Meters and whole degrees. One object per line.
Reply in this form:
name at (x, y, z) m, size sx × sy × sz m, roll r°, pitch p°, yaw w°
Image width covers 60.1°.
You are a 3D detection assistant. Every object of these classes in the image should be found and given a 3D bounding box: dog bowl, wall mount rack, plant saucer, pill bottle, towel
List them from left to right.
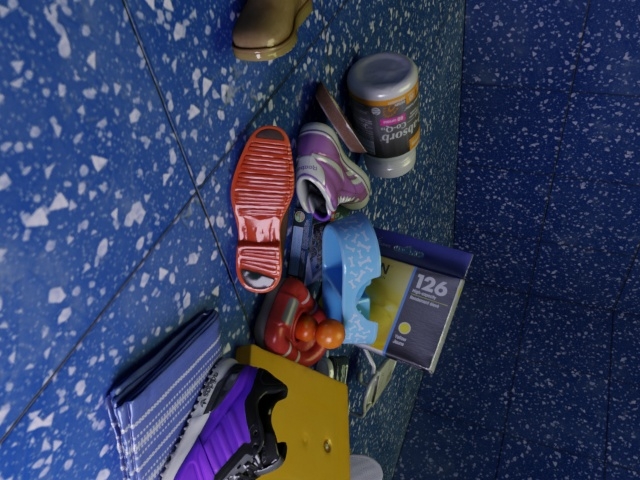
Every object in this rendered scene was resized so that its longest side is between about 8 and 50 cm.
towel at (-0.215, 0.295, 0.830) m, size 0.243 × 0.040 × 0.335 m, roll -47°, pitch 144°, yaw -59°
plant saucer at (0.037, -0.240, 1.104) m, size 0.168 × 0.029 × 0.168 m, roll 54°, pitch 10°, yaw -14°
dog bowl at (0.057, 0.086, 1.146) m, size 0.166 × 0.074 × 0.296 m, roll -125°, pitch -149°, yaw -58°
wall mount rack at (0.148, 0.357, 1.694) m, size 0.350 × 0.131 × 0.303 m, roll -26°, pitch 127°, yaw -65°
pill bottle at (0.157, -0.291, 1.324) m, size 0.278 × 0.162 × 0.162 m, roll 74°, pitch 33°, yaw -50°

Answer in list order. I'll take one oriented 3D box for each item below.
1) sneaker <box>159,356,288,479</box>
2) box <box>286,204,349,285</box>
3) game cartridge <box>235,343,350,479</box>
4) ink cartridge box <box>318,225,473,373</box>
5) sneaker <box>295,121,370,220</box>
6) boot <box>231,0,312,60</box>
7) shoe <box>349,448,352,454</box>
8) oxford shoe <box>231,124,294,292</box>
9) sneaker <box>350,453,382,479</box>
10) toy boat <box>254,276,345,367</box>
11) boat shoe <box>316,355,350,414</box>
sneaker at (-0.129, 0.320, 0.803) m, size 0.102 × 0.146 × 0.293 m, roll 72°, pitch 32°, yaw -58°
box at (0.000, 0.000, 1.220) m, size 0.233 × 0.044 × 0.159 m, roll -19°, pitch 117°, yaw -67°
game cartridge at (-0.048, 0.371, 1.022) m, size 0.324 × 0.053 × 0.285 m, roll 36°, pitch 44°, yaw -45°
ink cartridge box at (0.169, 0.118, 1.316) m, size 0.307 × 0.304 × 0.072 m, roll -68°, pitch 157°, yaw -14°
sneaker at (0.019, -0.094, 1.123) m, size 0.282 × 0.102 × 0.160 m, roll 42°, pitch 48°, yaw -54°
boot at (-0.085, -0.411, 0.745) m, size 0.236 × 0.089 × 0.269 m, roll -74°, pitch 162°, yaw -44°
shoe at (0.000, 0.562, 1.349) m, size 0.058 × 0.076 × 0.219 m, roll -24°, pitch 159°, yaw -53°
oxford shoe at (-0.094, -0.056, 0.912) m, size 0.098 × 0.097 × 0.271 m, roll -81°, pitch 179°, yaw -73°
sneaker at (0.003, 0.602, 1.283) m, size 0.169 × 0.293 × 0.108 m, roll 85°, pitch -16°, yaw -45°
toy boat at (-0.023, 0.176, 1.096) m, size 0.231 × 0.151 × 0.150 m, roll 61°, pitch 45°, yaw -60°
boat shoe at (0.029, 0.417, 1.429) m, size 0.079 × 0.095 × 0.254 m, roll -2°, pitch 98°, yaw -27°
